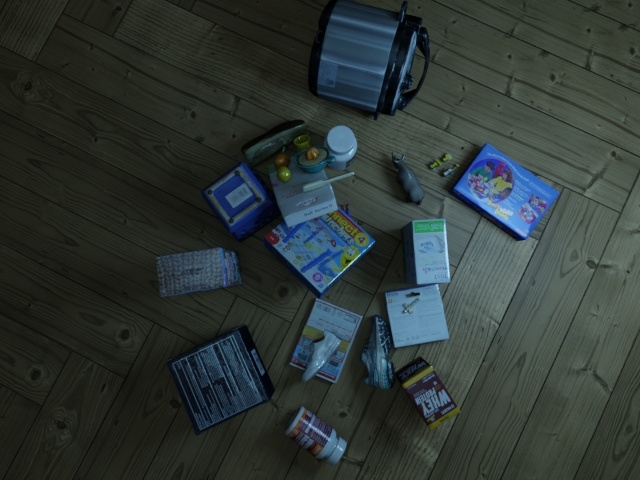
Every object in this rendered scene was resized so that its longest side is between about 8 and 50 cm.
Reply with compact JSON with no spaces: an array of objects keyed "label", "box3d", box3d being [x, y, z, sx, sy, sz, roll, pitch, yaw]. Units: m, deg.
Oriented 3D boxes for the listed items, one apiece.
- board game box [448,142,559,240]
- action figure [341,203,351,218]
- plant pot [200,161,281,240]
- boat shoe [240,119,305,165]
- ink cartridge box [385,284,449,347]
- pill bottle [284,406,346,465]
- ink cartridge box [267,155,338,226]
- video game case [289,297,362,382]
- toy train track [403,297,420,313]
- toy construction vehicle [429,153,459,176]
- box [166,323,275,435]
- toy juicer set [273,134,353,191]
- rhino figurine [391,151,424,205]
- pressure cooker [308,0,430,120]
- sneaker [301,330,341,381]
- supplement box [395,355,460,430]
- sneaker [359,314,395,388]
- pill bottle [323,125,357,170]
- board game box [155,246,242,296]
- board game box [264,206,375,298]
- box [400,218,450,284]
[{"label":"board game box","box3d":[0.734,-0.193,1.696,0.347,0.078,0.233,37,87,4]},{"label":"action figure","box3d":[0.108,-0.091,1.727,0.038,0.030,0.115,-7,87,-4]},{"label":"plant pot","box3d":[-0.309,-0.155,1.649,0.236,0.212,0.235,-36,85,-1]},{"label":"boat shoe","box3d":[-0.184,-0.406,1.733,0.286,0.104,0.089,-25,123,4]},{"label":"ink cartridge box","box3d":[0.380,0.297,1.679,0.224,0.045,0.223,-9,84,0]},{"label":"pill bottle","box3d":[-0.018,0.750,1.613,0.221,0.121,0.121,35,87,4]},{"label":"ink cartridge box","box3d":[-0.066,-0.183,1.593,0.207,0.119,0.353,-19,43,0]},{"label":"video game case","box3d":[0.022,0.399,1.689,0.204,0.025,0.284,22,86,3]},{"label":"toy train track","box3d":[0.359,0.255,1.653,0.083,0.014,0.048,-42,85,-4]},{"label":"toy construction vehicle","box3d":[0.510,-0.304,1.736,0.098,0.035,0.085,-39,75,-5]},{"label":"box","box3d":[-0.374,0.518,1.609,0.294,0.183,0.296,-25,83,-2]},{"label":"toy juicer set","box3d":[-0.058,-0.280,1.534,0.209,0.089,0.329,-32,44,-15]},{"label":"rhino figurine","box3d":[0.345,-0.253,1.695,0.073,0.106,0.243,-25,85,-1]},{"label":"pressure cooker","box3d":[0.194,-0.677,1.604,0.421,0.370,0.374,16,89,6]},{"label":"sneaker","box3d":[-0.017,0.449,1.644,0.094,0.080,0.212,37,80,15]},{"label":"supplement box","box3d":[0.393,0.566,1.582,0.129,0.194,0.191,-32,86,-2]},{"label":"sneaker","box3d":[0.207,0.432,1.642,0.122,0.110,0.282,-11,71,27]},{"label":"pill bottle","box3d":[0.077,-0.362,1.648,0.131,0.229,0.131,0,86,1]},{"label":"board game box","box3d":[-0.444,0.120,1.589,0.232,0.291,0.140,-9,85,0]},{"label":"board game box","box3d":[-0.004,0.010,1.626,0.308,0.086,0.302,43,69,13]},{"label":"box","box3d":[0.393,0.049,1.592,0.127,0.262,0.230,-3,86,2]}]
